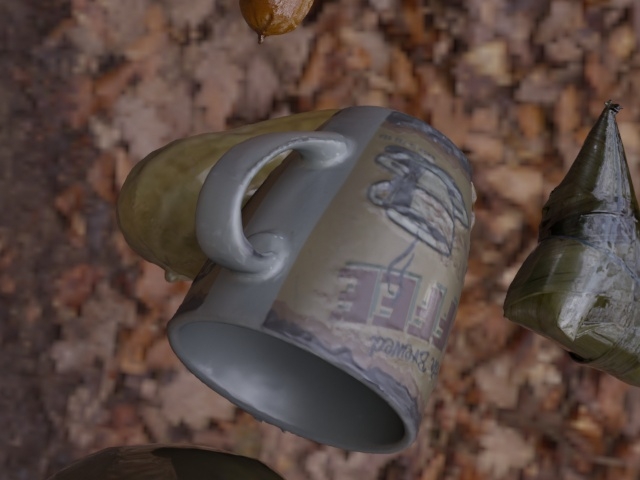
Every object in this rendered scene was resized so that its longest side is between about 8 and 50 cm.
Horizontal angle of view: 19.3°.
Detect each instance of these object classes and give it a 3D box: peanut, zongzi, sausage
[{"bbox_3d":[-0.026,-0.043,1.810,0.174,0.340,0.158,-110,-174,-51],"label":"peanut"},{"bbox_3d":[0.304,0.013,1.884,0.221,0.112,0.242,31,73,-42],"label":"zongzi"},{"bbox_3d":[-0.019,-0.242,1.498,0.062,0.054,0.183,18,90,-19],"label":"sausage"}]

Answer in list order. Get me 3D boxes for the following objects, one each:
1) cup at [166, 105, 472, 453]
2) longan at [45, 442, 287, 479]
[{"bbox_3d":[0.000,0.000,1.591,0.301,0.227,0.257,49,55,-46],"label":"cup"},{"bbox_3d":[-0.139,0.348,1.529,0.404,0.336,0.405,-169,-90,-90],"label":"longan"}]
